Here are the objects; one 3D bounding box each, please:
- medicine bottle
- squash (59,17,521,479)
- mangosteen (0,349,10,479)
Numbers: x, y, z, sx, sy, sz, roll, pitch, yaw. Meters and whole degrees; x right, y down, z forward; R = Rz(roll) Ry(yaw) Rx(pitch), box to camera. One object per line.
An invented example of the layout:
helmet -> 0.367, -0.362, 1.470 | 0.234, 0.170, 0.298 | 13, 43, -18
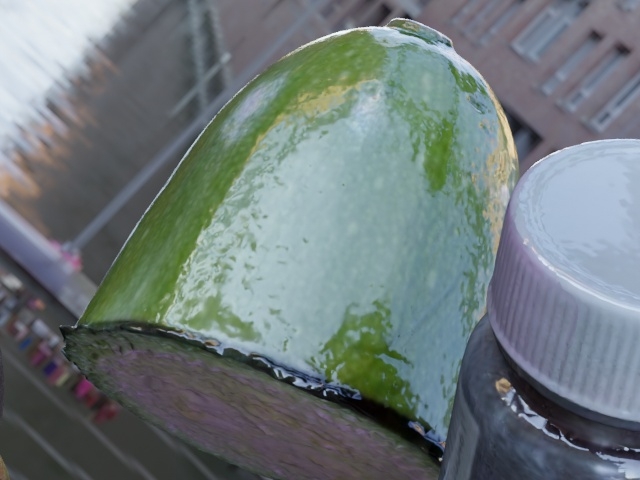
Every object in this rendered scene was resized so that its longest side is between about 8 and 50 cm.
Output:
medicine bottle -> 0.153, 0.097, 0.836 | 0.165, 0.273, 0.165 | 5, 39, -4
squash -> 0.010, 0.000, 1.117 | 0.310, 0.308, 0.310 | 18, -21, 7
mangosteen -> -0.468, 0.185, 1.536 | 0.435, 0.382, 0.382 | 39, 4, 27
